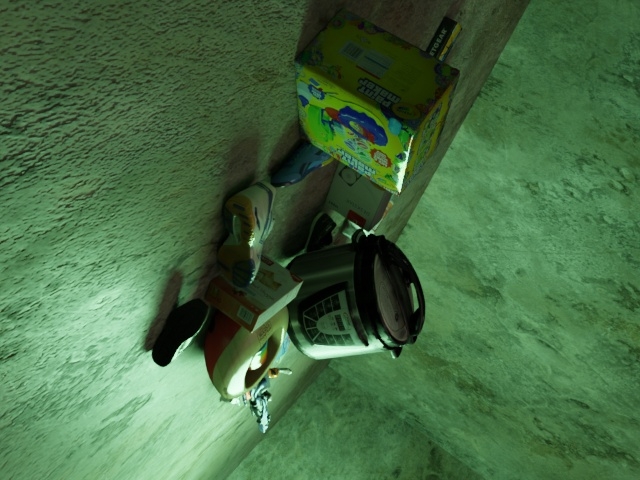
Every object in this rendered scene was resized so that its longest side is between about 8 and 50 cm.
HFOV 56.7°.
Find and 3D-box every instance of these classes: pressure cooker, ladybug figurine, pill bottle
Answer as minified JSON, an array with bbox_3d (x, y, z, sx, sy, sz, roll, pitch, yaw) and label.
[{"bbox_3d":[0.123,0.178,1.911,0.370,0.420,0.376,40,45,-52],"label":"pressure cooker"},{"bbox_3d":[-0.225,0.293,1.726,0.305,0.161,0.449,-49,165,-31],"label":"ladybug figurine"},{"bbox_3d":[0.185,-0.094,2.349,0.216,0.121,0.121,-55,166,-3],"label":"pill bottle"}]

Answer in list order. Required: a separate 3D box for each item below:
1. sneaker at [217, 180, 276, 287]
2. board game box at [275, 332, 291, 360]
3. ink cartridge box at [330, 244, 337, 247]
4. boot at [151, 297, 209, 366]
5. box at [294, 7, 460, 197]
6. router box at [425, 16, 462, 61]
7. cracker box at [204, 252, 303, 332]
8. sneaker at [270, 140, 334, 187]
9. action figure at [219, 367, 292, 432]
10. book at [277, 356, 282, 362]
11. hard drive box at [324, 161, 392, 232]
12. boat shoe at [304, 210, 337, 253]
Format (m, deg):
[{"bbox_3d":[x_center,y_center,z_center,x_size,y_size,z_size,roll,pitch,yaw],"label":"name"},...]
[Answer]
[{"bbox_3d":[-0.158,-0.008,1.387,0.131,0.111,0.297,-45,163,-41],"label":"sneaker"},{"bbox_3d":[-0.134,0.364,2.434,0.145,0.027,0.282,-32,146,-58],"label":"board game box"},{"bbox_3d":[0.037,0.192,2.435,0.211,0.121,0.289,-59,170,-33],"label":"ink cartridge box"},{"bbox_3d":[-0.315,0.203,1.431,0.198,0.077,0.137,-47,174,18],"label":"boot"},{"bbox_3d":[0.115,-0.293,1.302,0.177,0.289,0.279,-52,165,-18],"label":"box"},{"bbox_3d":[0.405,-0.652,2.002,0.179,0.046,0.133,-61,165,20],"label":"router box"},{"bbox_3d":[-0.169,0.128,1.559,0.232,0.155,0.067,-36,155,-57],"label":"cracker box"},{"bbox_3d":[-0.051,-0.198,1.454,0.209,0.069,0.082,-36,124,-35],"label":"sneaker"},{"bbox_3d":[-0.242,0.509,2.155,0.330,0.178,0.342,-30,126,-52],"label":"action figure"},{"bbox_3d":[-0.163,0.464,2.614,0.096,0.035,0.144,-49,162,-36],"label":"book"},{"bbox_3d":[0.134,-0.170,1.878,0.089,0.181,0.232,-44,161,-41],"label":"hard drive box"},{"bbox_3d":[0.000,0.000,2.023,0.084,0.079,0.233,-48,166,-37],"label":"boat shoe"}]
